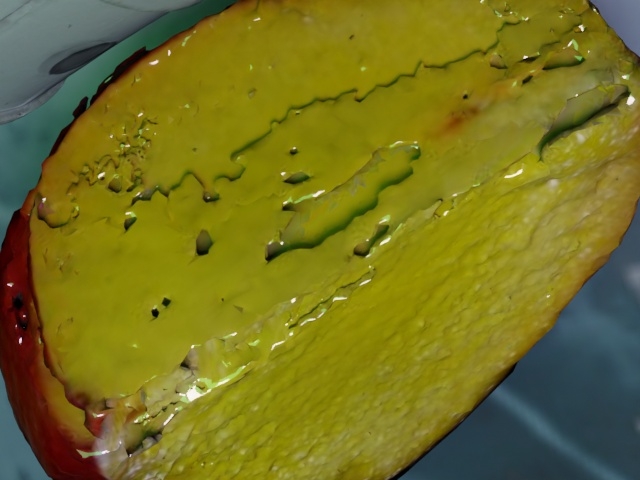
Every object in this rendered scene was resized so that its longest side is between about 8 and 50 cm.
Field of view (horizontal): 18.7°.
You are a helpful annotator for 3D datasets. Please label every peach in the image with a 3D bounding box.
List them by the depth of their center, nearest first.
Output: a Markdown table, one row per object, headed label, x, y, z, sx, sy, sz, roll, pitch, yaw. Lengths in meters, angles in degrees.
| label | x | y | z | sx | sy | sz | roll | pitch | yaw |
| --- | --- | --- | --- | --- | --- | --- | --- | --- | --- |
| peach | -0.004 | -0.005 | 0.465 | 0.172 | 0.127 | 0.092 | -48 | 55 | 17 |

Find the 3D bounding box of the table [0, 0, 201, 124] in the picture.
| label | x | y | z | sx | sy | sz | roll | pitch | yaw |
| --- | --- | --- | --- | --- | --- | --- | --- | --- | --- |
| table | -0.028 | -0.124 | 0.420 | 0.220 | 0.126 | 0.126 | -28 | 96 | 32 |
